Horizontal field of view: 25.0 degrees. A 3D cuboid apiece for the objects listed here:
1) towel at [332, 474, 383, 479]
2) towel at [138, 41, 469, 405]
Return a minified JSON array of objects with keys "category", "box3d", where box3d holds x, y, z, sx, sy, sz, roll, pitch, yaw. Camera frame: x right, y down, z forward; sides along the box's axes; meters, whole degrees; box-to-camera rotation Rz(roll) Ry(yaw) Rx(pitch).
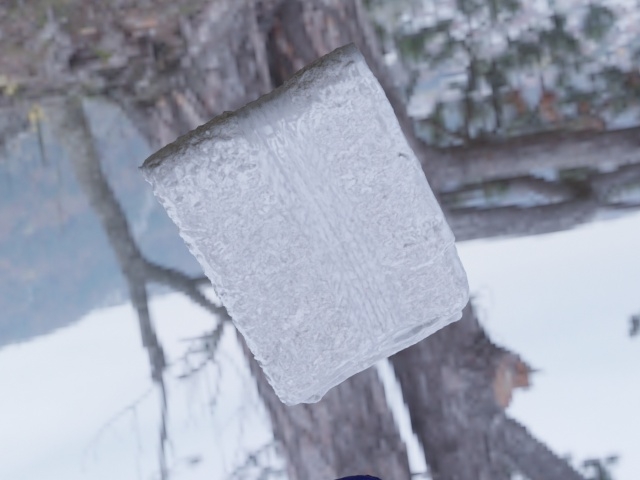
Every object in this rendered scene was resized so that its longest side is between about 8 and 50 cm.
[{"category":"towel","box3d":[-0.049,0.380,1.385,0.227,0.076,0.308,-21,-145,40]},{"category":"towel","box3d":[0.000,0.000,1.116,0.187,0.282,0.049,-30,-142,-1]}]
